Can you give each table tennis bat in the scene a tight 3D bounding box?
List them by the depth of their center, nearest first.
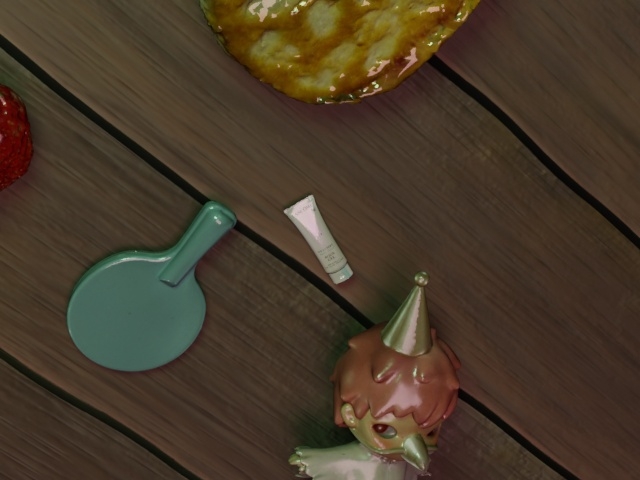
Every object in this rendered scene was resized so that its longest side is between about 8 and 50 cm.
[{"bbox_3d":[-0.181,0.052,1.513,0.153,0.040,0.244,33,109,-25],"label":"table tennis bat"}]

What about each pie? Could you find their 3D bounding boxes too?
[{"bbox_3d":[0.024,-0.271,1.315,0.315,0.092,0.315,-13,139,-12],"label":"pie"}]

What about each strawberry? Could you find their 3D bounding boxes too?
[{"bbox_3d":[-0.354,-0.104,1.363,0.131,0.131,0.148,-21,159,-1],"label":"strawberry"}]

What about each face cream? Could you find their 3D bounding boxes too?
[{"bbox_3d":[0.000,0.000,1.535,0.038,0.020,0.115,-29,115,4],"label":"face cream"}]

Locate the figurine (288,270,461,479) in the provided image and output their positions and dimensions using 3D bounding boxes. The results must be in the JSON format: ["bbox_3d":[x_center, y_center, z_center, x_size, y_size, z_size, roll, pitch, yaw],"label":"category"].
[{"bbox_3d":[0.082,0.209,1.574,0.207,0.166,0.387,6,119,-33],"label":"figurine"}]
